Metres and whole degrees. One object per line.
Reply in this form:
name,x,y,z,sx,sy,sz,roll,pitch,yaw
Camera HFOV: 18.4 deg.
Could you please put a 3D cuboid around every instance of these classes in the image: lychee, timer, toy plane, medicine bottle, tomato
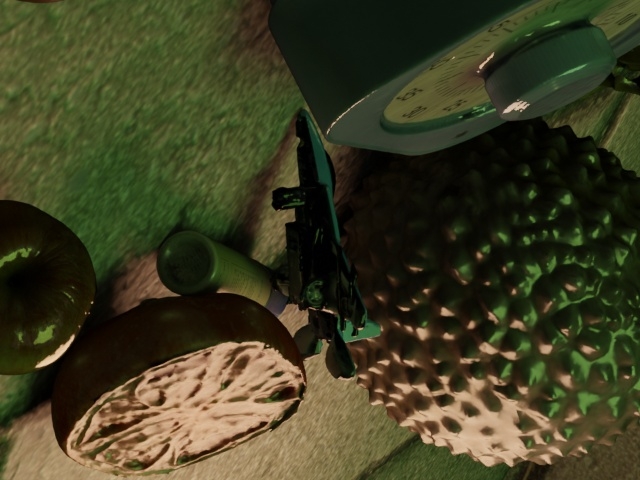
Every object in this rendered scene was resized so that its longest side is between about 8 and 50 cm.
lychee,0.200,0.043,2.062,0.380,0.380,0.432,-48,143,-16
timer,0.173,-0.200,1.638,0.395,0.173,0.395,-24,169,-5
toy plane,-0.007,0.002,1.831,0.078,0.169,0.246,-20,108,-20
medicine bottle,-0.087,0.037,1.834,0.059,0.059,0.231,-54,163,2
tomato,-0.127,0.116,1.743,0.236,0.095,0.237,-16,151,-9

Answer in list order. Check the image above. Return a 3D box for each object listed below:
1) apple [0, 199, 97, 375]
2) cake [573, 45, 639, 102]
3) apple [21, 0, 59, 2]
apple,-0.223,0.035,1.389,0.126,0.126,0.102,-44,-175,-26
cake,0.346,-0.258,1.946,0.332,0.321,0.332,-48,162,-21
apple,-0.154,-0.206,1.104,0.153,0.120,0.153,-45,160,-22
